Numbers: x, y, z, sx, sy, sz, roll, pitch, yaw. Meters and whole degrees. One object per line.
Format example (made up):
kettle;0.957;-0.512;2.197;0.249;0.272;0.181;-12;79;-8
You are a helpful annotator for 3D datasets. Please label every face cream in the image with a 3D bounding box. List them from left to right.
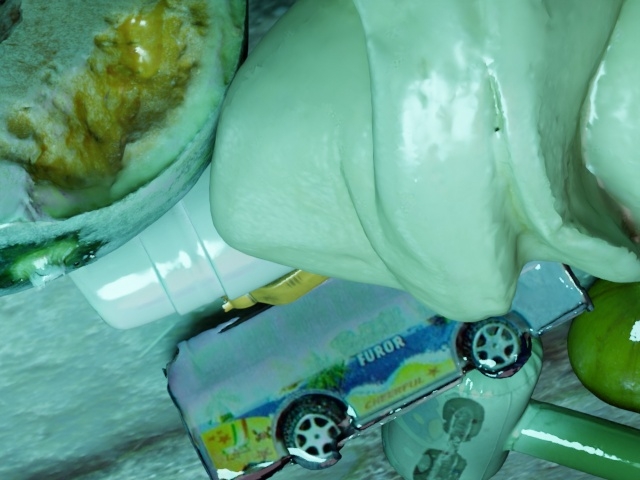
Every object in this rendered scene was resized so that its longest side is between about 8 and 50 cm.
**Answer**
face cream;-0.004;-0.041;1.270;0.345;0.102;0.102;-27;150;-2

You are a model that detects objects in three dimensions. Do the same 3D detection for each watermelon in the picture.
watermelon;-0.165;-0.032;1.079;0.322;0.175;0.188;-21;149;-9

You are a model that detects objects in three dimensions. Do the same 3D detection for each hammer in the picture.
hammer;0.221;0.161;1.609;0.335;0.119;0.206;17;146;3

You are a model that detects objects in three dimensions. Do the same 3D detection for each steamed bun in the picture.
steamed bun;0.139;-0.108;1.048;0.368;0.255;0.342;-44;165;-34

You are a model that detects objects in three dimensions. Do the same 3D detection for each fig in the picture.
fig;0.296;0.070;1.644;0.142;0.148;0.186;23;159;2

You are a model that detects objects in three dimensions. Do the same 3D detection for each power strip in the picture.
power strip;0.000;0.000;1.389;0.178;0.049;0.028;-34;145;11

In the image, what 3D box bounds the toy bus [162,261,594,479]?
toy bus;0.042;0.076;1.449;0.317;0.138;0.112;-28;180;-3
